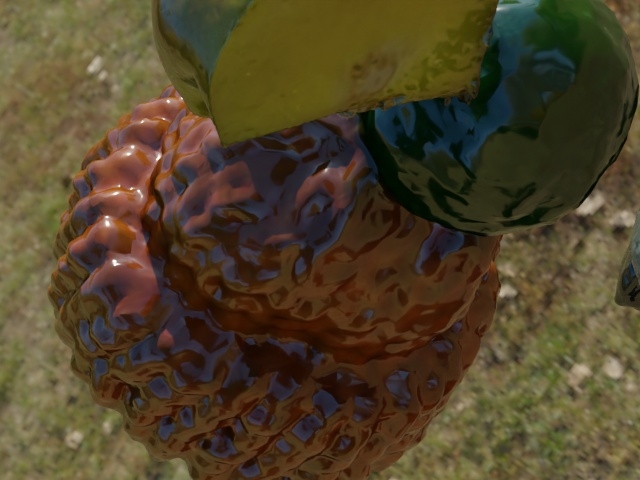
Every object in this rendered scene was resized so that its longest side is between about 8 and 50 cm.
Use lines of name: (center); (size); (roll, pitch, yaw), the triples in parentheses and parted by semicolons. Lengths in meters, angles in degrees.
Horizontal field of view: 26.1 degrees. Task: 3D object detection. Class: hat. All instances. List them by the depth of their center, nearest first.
hat: (0.000, 0.000, 0.781); (0.400, 0.285, 0.285); (135, 158, -68)

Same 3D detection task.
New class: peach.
peach: (0.003, -0.101, 0.512); (0.151, 0.151, 0.118); (-9, 93, 45)

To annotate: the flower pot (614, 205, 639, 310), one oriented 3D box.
flower pot: (0.429, 0.012, 1.196); (0.299, 0.299, 0.283); (-99, 26, -45)
